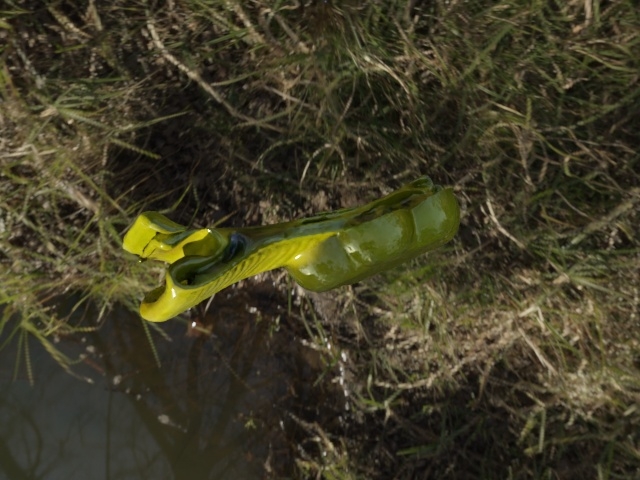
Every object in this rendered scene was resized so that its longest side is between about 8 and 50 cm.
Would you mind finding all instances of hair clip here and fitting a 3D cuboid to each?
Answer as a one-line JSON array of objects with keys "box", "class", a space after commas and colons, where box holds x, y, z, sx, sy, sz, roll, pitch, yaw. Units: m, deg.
[{"box": [0.000, 0.000, 0.344, 0.173, 0.072, 0.046, -8, 74, -33], "class": "hair clip"}]
